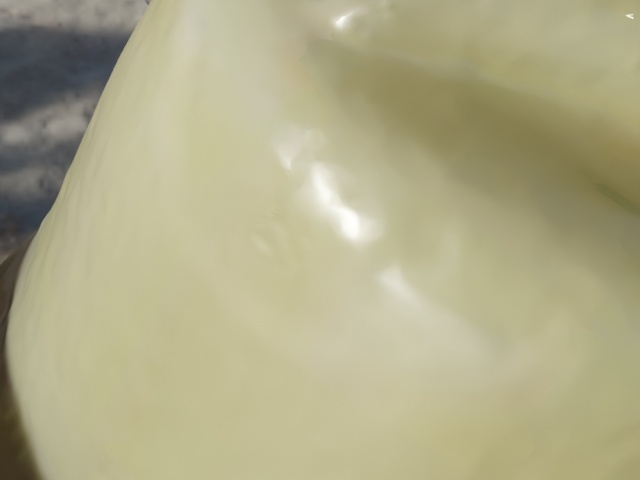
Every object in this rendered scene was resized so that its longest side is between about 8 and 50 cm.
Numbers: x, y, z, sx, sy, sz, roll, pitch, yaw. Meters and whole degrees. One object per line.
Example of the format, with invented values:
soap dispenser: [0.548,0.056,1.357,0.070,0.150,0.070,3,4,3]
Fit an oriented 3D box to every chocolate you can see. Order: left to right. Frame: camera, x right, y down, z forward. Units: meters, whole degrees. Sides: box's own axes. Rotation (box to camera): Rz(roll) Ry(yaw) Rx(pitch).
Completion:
chocolate: [0.043,0.007,0.540,0.314,0.297,0.326,36,52,12]

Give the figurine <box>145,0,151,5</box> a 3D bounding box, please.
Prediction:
figurine: [0.043,-0.260,0.766,0.205,0.224,0.382,8,22,41]
